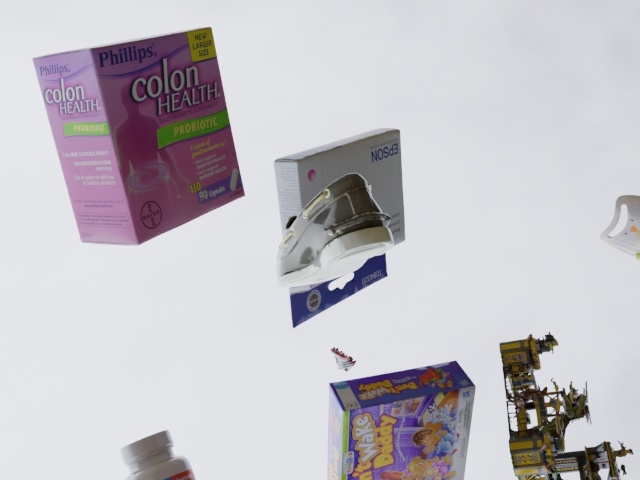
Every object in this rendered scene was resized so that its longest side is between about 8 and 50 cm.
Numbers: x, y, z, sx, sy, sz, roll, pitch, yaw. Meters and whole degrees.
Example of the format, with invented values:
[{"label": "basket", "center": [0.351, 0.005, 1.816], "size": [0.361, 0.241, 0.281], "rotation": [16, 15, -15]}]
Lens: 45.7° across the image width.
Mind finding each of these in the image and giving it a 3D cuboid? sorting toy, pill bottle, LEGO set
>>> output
[{"label": "sorting toy", "center": [0.325, -0.011, 0.761], "size": [0.075, 0.083, 0.045], "rotation": [19, -150, 10]}, {"label": "pill bottle", "center": [-0.269, 0.449, 1.313], "size": [0.124, 0.124, 0.222], "rotation": [-12, -106, -44]}, {"label": "LEGO set", "center": [0.438, 0.321, 1.340], "size": [0.331, 0.192, 0.255], "rotation": [-74, -32, -57]}]

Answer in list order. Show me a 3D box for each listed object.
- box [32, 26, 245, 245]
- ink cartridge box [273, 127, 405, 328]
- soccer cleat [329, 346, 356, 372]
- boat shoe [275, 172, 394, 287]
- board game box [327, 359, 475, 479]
[{"label": "box", "center": [-0.229, -0.143, 1.008], "size": [0.213, 0.117, 0.243], "rotation": [-31, -64, -50]}, {"label": "ink cartridge box", "center": [0.054, -0.030, 1.484], "size": [0.324, 0.071, 0.330], "rotation": [-25, -65, -46]}, {"label": "soccer cleat", "center": [0.042, 0.247, 1.570], "size": [0.029, 0.036, 0.083], "rotation": [36, 178, 44]}, {"label": "boat shoe", "center": [0.004, -0.001, 0.979], "size": [0.109, 0.305, 0.091], "rotation": [-12, -99, -21]}, {"label": "board game box", "center": [0.132, 0.389, 1.323], "size": [0.233, 0.347, 0.078], "rotation": [-7, -152, -15]}]
